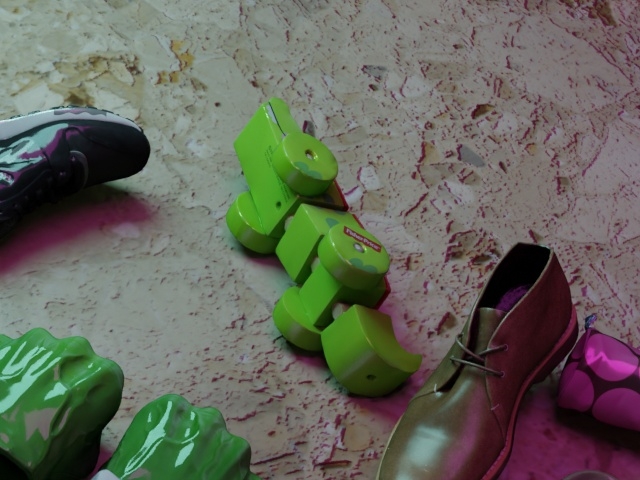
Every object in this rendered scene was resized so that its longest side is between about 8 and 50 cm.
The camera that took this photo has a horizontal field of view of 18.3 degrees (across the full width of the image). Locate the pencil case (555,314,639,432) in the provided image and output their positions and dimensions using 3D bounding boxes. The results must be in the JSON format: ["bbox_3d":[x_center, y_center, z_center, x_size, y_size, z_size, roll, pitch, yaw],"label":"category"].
[{"bbox_3d":[0.327,0.149,1.847,0.209,0.098,0.095,23,81,7],"label":"pencil case"}]

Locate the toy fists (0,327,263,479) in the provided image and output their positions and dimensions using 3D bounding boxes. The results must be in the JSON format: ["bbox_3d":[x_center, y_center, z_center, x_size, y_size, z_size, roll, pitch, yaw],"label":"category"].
[{"bbox_3d":[-0.180,0.174,1.657,0.279,0.096,0.142,27,52,11],"label":"toy fists"}]

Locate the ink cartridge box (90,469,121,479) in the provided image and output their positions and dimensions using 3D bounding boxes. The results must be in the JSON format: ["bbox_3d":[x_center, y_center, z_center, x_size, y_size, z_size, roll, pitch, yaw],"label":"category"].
[{"bbox_3d":[-0.094,0.295,1.434,0.239,0.060,0.275,43,5,-8],"label":"ink cartridge box"}]

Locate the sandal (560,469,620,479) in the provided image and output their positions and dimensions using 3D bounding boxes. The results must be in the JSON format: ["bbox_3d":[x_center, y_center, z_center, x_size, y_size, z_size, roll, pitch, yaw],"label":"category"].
[{"bbox_3d":[0.305,0.295,1.671,0.120,0.086,0.303,-23,53,-36],"label":"sandal"}]

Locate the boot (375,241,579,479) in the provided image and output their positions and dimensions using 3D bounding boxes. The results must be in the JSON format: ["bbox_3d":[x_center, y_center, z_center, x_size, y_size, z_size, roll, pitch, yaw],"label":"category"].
[{"bbox_3d":[0.132,0.121,1.764,0.112,0.115,0.305,17,51,26],"label":"boot"}]

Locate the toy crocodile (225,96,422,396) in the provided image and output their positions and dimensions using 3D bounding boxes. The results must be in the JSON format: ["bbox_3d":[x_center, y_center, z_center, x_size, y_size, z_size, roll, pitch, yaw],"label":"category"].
[{"bbox_3d":[0.000,0.000,1.894,0.105,0.115,0.340,9,39,-36],"label":"toy crocodile"}]

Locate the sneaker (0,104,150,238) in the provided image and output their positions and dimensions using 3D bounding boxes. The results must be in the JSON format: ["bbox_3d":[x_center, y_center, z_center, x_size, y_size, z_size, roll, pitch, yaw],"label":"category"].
[{"bbox_3d":[-0.297,-0.046,1.884,0.283,0.107,0.124,-5,59,-16],"label":"sneaker"}]
